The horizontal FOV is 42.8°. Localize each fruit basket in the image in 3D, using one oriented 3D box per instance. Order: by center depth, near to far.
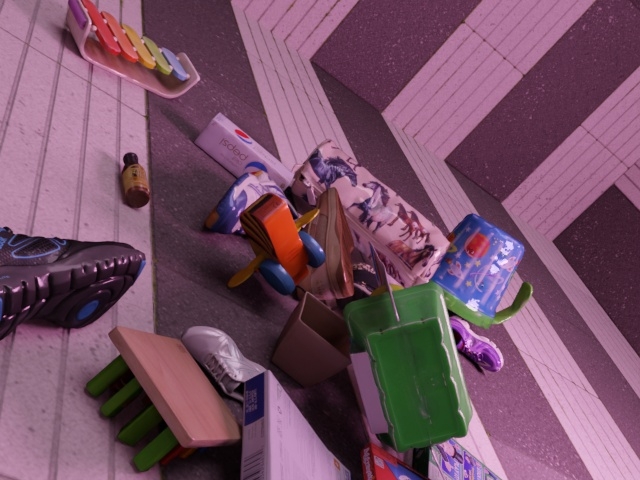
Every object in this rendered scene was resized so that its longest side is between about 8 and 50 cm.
[{"bbox_3d":[0.121,0.183,1.310,0.353,0.166,0.326,-132,-154,-79],"label":"fruit basket"}]

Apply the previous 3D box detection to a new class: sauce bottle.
[{"bbox_3d":[-0.314,-0.106,1.377,0.042,0.042,0.128,27,25,-37],"label":"sauce bottle"}]

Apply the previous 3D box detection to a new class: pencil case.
[{"bbox_3d":[0.112,-0.048,1.867,0.410,0.160,0.183,42,42,11],"label":"pencil case"}]

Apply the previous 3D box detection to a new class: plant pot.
[{"bbox_3d":[-0.016,0.166,1.297,0.109,0.096,0.109,39,19,-9],"label":"plant pot"}]

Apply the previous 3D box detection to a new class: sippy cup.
[{"bbox_3d":[0.376,0.063,2.010,0.240,0.224,0.306,39,9,35],"label":"sippy cup"}]

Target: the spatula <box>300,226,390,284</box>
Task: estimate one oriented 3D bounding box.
[{"bbox_3d":[0.046,0.042,1.776,0.296,0.030,0.084,36,19,-21],"label":"spatula"}]

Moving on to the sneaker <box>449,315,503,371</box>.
[{"bbox_3d":[0.346,0.250,1.904,0.170,0.068,0.071,39,31,17],"label":"sneaker"}]

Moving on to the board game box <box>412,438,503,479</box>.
[{"bbox_3d":[0.234,0.440,1.281,0.213,0.046,0.317,41,19,-5],"label":"board game box"}]

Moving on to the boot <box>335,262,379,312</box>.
[{"bbox_3d":[0.137,0.145,1.661,0.236,0.085,0.178,40,17,-7],"label":"boot"}]

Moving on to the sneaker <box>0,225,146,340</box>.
[{"bbox_3d":[-0.331,0.028,0.940,0.140,0.125,0.341,43,16,15],"label":"sneaker"}]

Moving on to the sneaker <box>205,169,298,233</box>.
[{"bbox_3d":[-0.115,-0.054,1.552,0.131,0.112,0.296,43,20,1],"label":"sneaker"}]

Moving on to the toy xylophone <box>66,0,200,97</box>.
[{"bbox_3d":[-0.427,-0.428,1.781,0.323,0.081,0.236,14,34,-55],"label":"toy xylophone"}]

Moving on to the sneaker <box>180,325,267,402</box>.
[{"bbox_3d":[-0.129,0.174,1.128,0.152,0.053,0.061,39,22,-12],"label":"sneaker"}]

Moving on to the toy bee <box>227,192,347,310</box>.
[{"bbox_3d":[-0.079,0.039,1.406,0.195,0.298,0.162,-24,31,-33],"label":"toy bee"}]

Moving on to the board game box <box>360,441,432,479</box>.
[{"bbox_3d":[0.175,0.402,1.140,0.281,0.027,0.145,35,22,-20],"label":"board game box"}]

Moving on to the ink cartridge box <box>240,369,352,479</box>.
[{"bbox_3d":[-0.024,0.309,1.020,0.224,0.045,0.223,56,13,-25],"label":"ink cartridge box"}]

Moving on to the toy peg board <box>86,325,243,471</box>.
[{"bbox_3d":[-0.188,0.195,0.967,0.161,0.079,0.161,51,5,21],"label":"toy peg board"}]

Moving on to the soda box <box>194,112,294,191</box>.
[{"bbox_3d":[-0.163,-0.178,1.774,0.216,0.074,0.069,39,19,-8],"label":"soda box"}]

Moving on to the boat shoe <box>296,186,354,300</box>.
[{"bbox_3d":[0.000,0.000,1.629,0.341,0.110,0.121,-88,161,-61],"label":"boat shoe"}]
